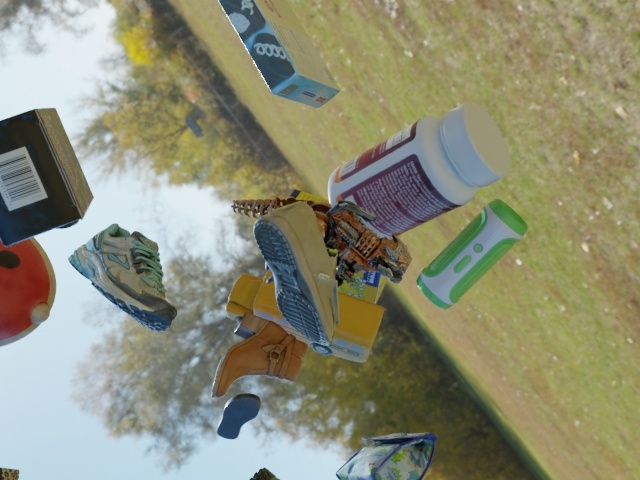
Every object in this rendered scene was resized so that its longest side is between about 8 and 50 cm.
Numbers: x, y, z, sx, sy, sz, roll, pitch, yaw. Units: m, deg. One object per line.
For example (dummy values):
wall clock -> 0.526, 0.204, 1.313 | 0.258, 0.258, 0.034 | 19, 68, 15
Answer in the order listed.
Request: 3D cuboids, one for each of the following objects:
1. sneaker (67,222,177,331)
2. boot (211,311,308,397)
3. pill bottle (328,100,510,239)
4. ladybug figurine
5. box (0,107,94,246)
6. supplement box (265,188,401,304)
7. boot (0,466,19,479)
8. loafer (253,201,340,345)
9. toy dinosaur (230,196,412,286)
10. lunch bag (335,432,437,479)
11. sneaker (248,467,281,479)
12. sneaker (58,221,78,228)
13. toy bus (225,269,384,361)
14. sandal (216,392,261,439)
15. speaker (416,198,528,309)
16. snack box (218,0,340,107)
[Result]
sneaker -> -0.312, 0.046, 1.188 | 0.283, 0.122, 0.110 | 29, 164, 42
boot -> -0.119, 0.250, 1.435 | 0.152, 0.197, 0.073 | 28, 152, -4
pill bottle -> 0.229, -0.154, 1.708 | 0.224, 0.392, 0.224 | 29, -132, -38
ladybug figurine -> -0.755, 0.053, 1.477 | 0.450, 0.305, 0.162 | 21, 157, 7
box -> -0.396, -0.095, 0.991 | 0.207, 0.108, 0.153 | -138, 28, -72
supplement box -> 0.038, 0.021, 2.165 | 0.357, 0.194, 0.195 | 19, 132, 13
boot -> -0.823, 0.637, 1.728 | 0.236, 0.085, 0.178 | 29, -129, -54
loafer -> -0.016, 0.052, 1.081 | 0.102, 0.092, 0.268 | 23, 144, 35
toy dinosaur -> 0.000, 0.000, 1.310 | 0.322, 0.164, 0.218 | 38, 132, 23
lunch bag -> 0.123, 0.394, 1.284 | 0.096, 0.151, 0.129 | 58, 148, -4
sneaker -> -0.139, 0.581, 1.374 | 0.146, 0.134, 0.343 | 30, -145, 15
sneaker -> -0.692, -0.122, 1.887 | 0.262, 0.125, 0.104 | 32, 126, 31
toy bus -> -0.038, 0.157, 1.579 | 0.333, 0.108, 0.130 | 19, 150, 8
sandal -> -0.257, 0.526, 2.208 | 0.097, 0.254, 0.054 | 25, -136, -13
speaker -> 0.381, 0.036, 1.830 | 0.131, 0.296, 0.131 | 36, -161, -15
snack box -> -0.097, -0.379, 1.210 | 0.321, 0.060, 0.187 | 60, -160, 9
